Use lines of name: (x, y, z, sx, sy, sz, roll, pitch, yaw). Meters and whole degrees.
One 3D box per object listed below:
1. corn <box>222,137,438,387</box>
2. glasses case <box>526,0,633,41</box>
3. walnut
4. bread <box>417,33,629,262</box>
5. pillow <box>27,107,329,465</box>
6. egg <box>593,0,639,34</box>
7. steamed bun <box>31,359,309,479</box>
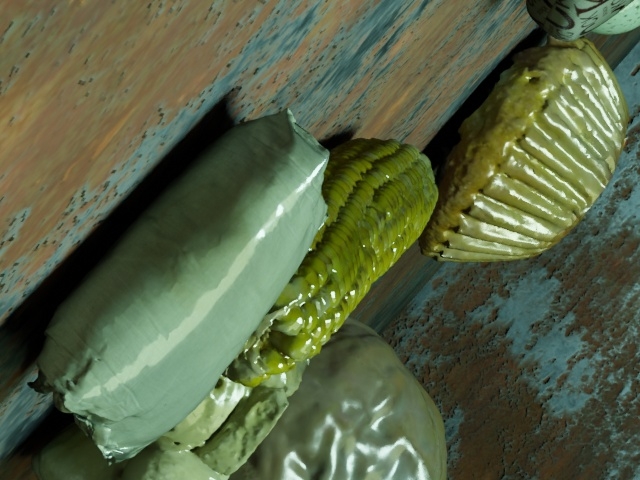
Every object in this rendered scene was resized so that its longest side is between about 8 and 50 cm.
corn: (0.000, 0.000, 1.013, 0.097, 0.097, 0.320, -52, 175, 26)
glasses case: (0.276, -0.284, 1.197, 0.355, 0.085, 0.137, -48, 172, -6)
walnut: (-0.026, 0.190, 1.354, 0.273, 0.227, 0.273, -51, 172, -10)
bread: (0.200, -0.078, 1.635, 0.274, 0.149, 0.274, -54, 176, -6)
pillow: (-0.060, 0.018, 0.804, 0.181, 0.078, 0.134, -48, 173, -12)
egg: (0.229, -0.206, 1.344, 0.085, 0.085, 0.110, -52, 165, 31)
steamed bun: (-0.094, 0.111, 1.018, 0.177, 0.106, 0.192, -55, 180, 19)
